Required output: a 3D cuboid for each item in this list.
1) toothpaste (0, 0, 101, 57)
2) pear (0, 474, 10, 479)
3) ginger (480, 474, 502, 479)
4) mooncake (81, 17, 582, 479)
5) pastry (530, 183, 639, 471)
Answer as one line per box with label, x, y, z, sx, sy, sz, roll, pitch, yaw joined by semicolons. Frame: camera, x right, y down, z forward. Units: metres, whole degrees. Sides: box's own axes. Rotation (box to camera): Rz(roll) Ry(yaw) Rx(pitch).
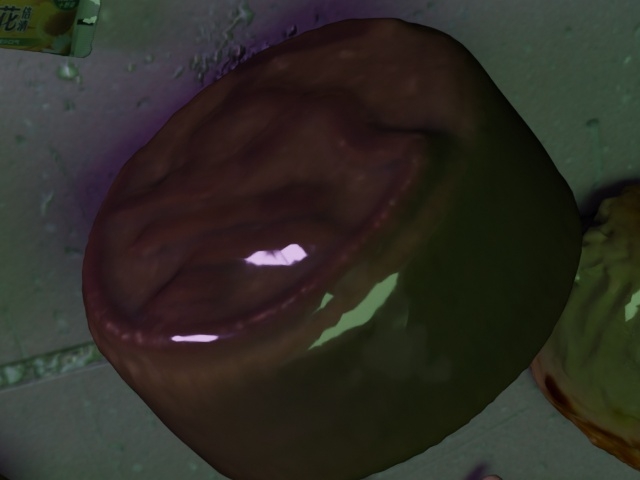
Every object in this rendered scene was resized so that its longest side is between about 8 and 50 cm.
toothpaste;-0.224;-0.133;1.073;0.204;0.031;0.049;0;119;-29
pear;-0.249;0.222;1.212;0.167;0.136;0.167;-11;127;-15
ginger;0.157;0.316;1.473;0.218;0.123;0.270;-8;122;-18
mooncake;0.000;0.000;1.108;0.284;0.284;0.155;-38;126;0
pastry;0.291;0.085;1.370;0.256;0.170;0.237;-7;119;-16
